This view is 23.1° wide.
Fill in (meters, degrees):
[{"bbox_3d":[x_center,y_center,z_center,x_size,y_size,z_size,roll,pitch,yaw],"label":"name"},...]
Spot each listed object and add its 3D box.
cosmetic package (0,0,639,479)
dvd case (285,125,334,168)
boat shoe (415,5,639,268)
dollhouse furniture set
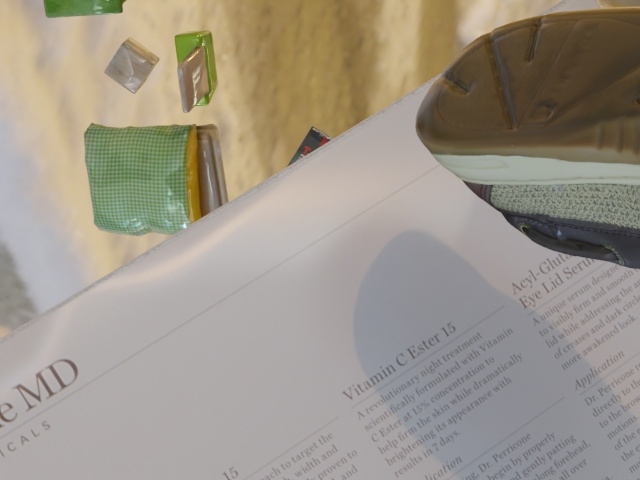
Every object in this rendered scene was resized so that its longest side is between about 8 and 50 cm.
[{"bbox_3d":[0.026,0.114,0.617,0.377,0.284,0.097,-31,179,-18],"label":"cosmetic package"},{"bbox_3d":[0.000,0.000,0.982,0.119,0.087,0.013,-59,177,-4],"label":"dvd case"},{"bbox_3d":[0.129,-0.025,0.460,0.073,0.223,0.080,47,64,-37],"label":"boat shoe"},{"bbox_3d":[-0.091,-0.059,0.759,0.058,0.076,0.151,-62,149,-63],"label":"dollhouse furniture set"}]
